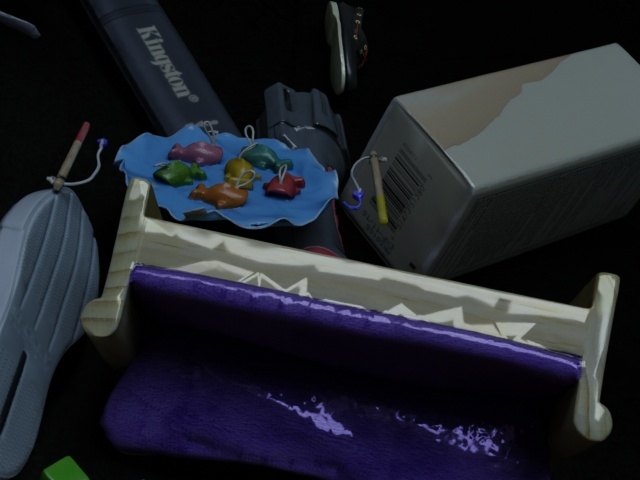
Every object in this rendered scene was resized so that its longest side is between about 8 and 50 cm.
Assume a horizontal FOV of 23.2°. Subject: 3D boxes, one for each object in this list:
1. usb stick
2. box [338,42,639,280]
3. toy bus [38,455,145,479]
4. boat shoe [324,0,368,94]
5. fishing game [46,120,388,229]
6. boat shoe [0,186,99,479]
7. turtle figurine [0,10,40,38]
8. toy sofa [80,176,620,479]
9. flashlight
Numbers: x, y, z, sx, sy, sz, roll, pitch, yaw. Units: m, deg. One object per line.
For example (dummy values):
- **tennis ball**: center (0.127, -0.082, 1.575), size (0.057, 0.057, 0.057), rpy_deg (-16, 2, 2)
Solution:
- **usb stick**: center (-0.148, -0.157, 1.432), size (0.077, 0.045, 0.278), rpy_deg (-10, 55, -35)
- **box**: center (0.187, -0.074, 1.455), size (0.311, 0.148, 0.121), rpy_deg (-17, 58, -40)
- **toy bus**: center (-0.171, 0.215, 1.016), size (0.202, 0.104, 0.191), rpy_deg (-10, 55, -35)
- **boat shoe**: center (0.029, -0.193, 1.556), size (0.042, 0.049, 0.133), rpy_deg (8, 41, -10)
- **fishing game**: center (-0.075, -0.060, 1.241), size (0.264, 0.041, 0.189), rpy_deg (8, 25, -1)
- **boat shoe**: center (-0.241, 0.063, 1.132), size (0.094, 0.109, 0.302), rpy_deg (-14, 31, 18)
- **turtle figurine**: center (-0.349, -0.127, 1.137), size (0.275, 0.197, 0.266), rpy_deg (32, 1, 16)
- **toy sofa**: center (0.019, 0.088, 1.106), size (0.363, 0.150, 0.177), rpy_deg (12, 76, 2)
- **flashlight**: center (0.000, 0.000, 1.328), size (0.103, 0.103, 0.304), rpy_deg (9, 41, -14)
